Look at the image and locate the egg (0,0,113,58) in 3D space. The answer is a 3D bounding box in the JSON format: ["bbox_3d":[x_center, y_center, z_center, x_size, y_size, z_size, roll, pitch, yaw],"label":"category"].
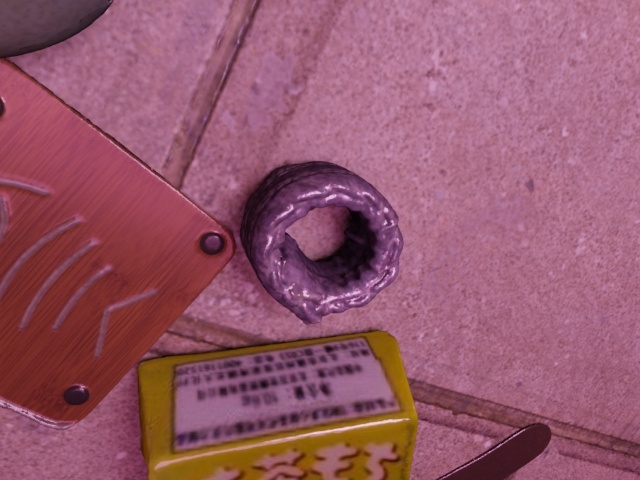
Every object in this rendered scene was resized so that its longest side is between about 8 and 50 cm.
[{"bbox_3d":[-0.224,-0.192,0.260,0.237,0.169,0.169,-9,114,-11],"label":"egg"}]

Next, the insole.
[{"bbox_3d":[0.234,0.395,0.731,0.328,0.007,0.111,-35,118,-1],"label":"insole"}]

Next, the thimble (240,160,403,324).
[{"bbox_3d":[-0.001,-0.002,0.446,0.150,0.098,0.150,-6,112,-15],"label":"thimble"}]

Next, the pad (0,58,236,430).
[{"bbox_3d":[-0.270,0.023,0.422,0.284,0.018,0.286,41,95,-26],"label":"pad"}]

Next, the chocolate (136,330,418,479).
[{"bbox_3d":[-0.044,0.271,0.523,0.301,0.137,0.288,-5,113,-15],"label":"chocolate"}]
